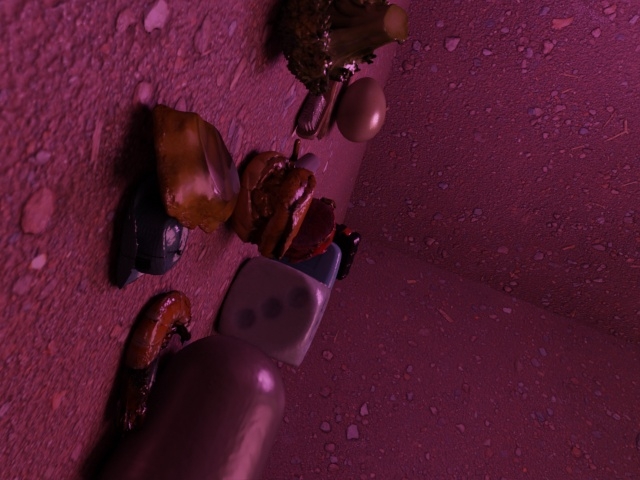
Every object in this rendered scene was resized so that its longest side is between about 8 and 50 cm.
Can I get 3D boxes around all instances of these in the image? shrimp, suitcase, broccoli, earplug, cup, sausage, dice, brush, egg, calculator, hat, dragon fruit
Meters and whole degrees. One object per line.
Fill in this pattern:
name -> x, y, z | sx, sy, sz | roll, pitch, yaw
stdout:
shrimp -> -0.321, 0.233, 0.983 | 0.222, 0.054, 0.290 | 0, 108, -83
suitcase -> 0.000, 0.000, 1.845 | 0.066, 0.286, 0.206 | -38, 152, -48
broccoli -> 0.034, -0.441, 1.012 | 0.260, 0.235, 0.288 | 0, -109, 70
earplug -> -0.243, 0.408, 1.088 | 0.312, 0.313, 0.394 | 103, 10, -55
cup -> -0.063, -0.209, 1.537 | 0.116, 0.074, 0.104 | -50, -175, -40
sausage -> 0.027, -0.457, 1.680 | 0.033, 0.033, 0.269 | -59, 168, -56
dice -> -0.137, 0.217, 1.520 | 0.264, 0.268, 0.262 | 89, 25, -76
brush -> 0.008, -0.440, 1.471 | 0.065, 0.070, 0.327 | 78, 32, -61
egg -> 0.158, -0.503, 1.921 | 0.188, 0.189, 0.253 | 22, 80, -84
calculator -> -0.085, 0.132, 1.728 | 0.386, 0.256, 0.054 | -63, 161, -16
hat -> -0.242, -0.003, 0.752 | 0.138, 0.078, 0.190 | -58, 168, -67
dragon fruit -> -0.061, -0.032, 1.697 | 0.282, 0.211, 0.147 | -40, 159, -13

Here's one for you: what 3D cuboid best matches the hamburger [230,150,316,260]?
hamburger -> -0.114, -0.086, 1.200 | 0.244, 0.163, 0.244 | -158, -90, -89

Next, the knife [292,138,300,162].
knife -> -0.082, -0.225, 1.598 | 0.256, 0.022, 0.046 | 105, 6, -48

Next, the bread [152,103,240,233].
bread -> -0.178, -0.100, 0.733 | 0.233, 0.088, 0.160 | 20, 55, -83
